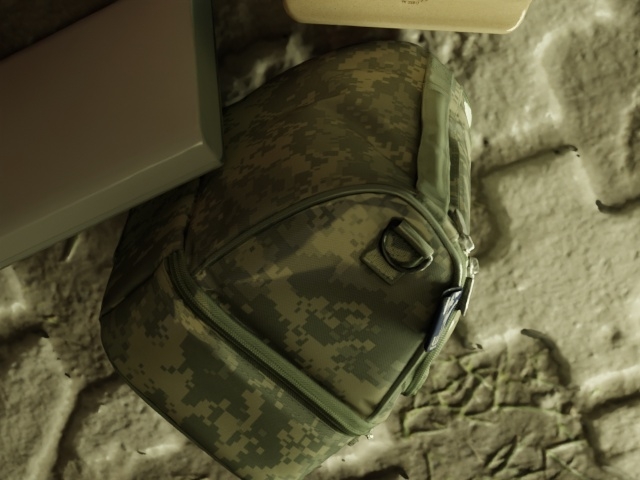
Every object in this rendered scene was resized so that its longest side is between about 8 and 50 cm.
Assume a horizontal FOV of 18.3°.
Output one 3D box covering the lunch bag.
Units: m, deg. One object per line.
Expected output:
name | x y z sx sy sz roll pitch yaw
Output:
lunch bag | 0.000 0.000 1.457 0.212 0.305 0.256 40 115 -15

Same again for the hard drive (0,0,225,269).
hard drive | -0.218 -0.072 1.507 0.307 0.203 0.040 -24 134 17

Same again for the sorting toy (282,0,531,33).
sorting toy | 0.085 -0.224 1.420 0.193 0.038 0.208 1 151 -14
